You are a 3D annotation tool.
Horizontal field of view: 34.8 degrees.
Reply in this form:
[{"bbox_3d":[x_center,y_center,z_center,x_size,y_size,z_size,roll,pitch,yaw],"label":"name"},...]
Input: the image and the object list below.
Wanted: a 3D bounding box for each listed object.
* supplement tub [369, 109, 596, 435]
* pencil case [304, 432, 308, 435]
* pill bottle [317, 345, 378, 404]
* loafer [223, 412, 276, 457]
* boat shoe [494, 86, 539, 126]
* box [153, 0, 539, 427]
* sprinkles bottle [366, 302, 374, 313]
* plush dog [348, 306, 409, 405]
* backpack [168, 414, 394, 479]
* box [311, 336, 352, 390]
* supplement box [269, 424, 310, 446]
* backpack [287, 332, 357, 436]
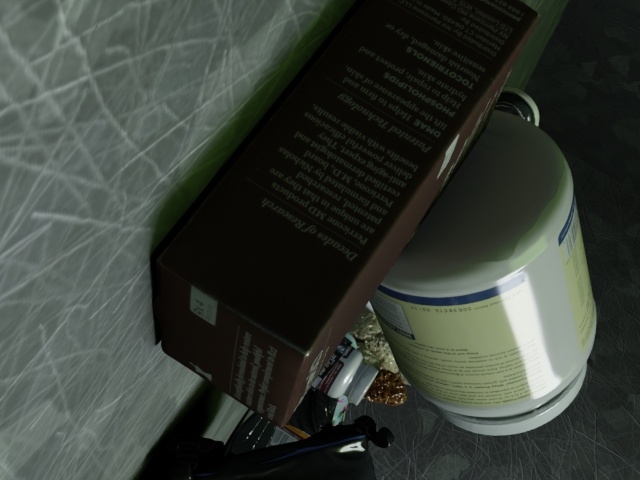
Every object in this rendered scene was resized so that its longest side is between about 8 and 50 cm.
[{"bbox_3d":[0.171,0.044,1.108,0.235,0.235,0.325,-54,142,-26],"label":"supplement tub"},{"bbox_3d":[0.014,0.299,2.154,0.273,0.113,0.124,-53,160,-36],"label":"pencil case"},{"bbox_3d":[0.009,0.189,1.587,0.086,0.152,0.086,-56,171,-13],"label":"pill bottle"},{"bbox_3d":[-0.134,0.349,1.698,0.170,0.062,0.061,-54,-167,-8],"label":"loafer"},{"bbox_3d":[0.255,-0.154,1.822,0.113,0.127,0.340,-40,-175,-33],"label":"boat shoe"},{"bbox_3d":[0.024,-0.051,0.868,0.381,0.143,0.191,-53,170,-25],"label":"box"},{"bbox_3d":[0.177,-0.040,1.639,0.355,0.121,0.121,-47,172,0],"label":"sprinkles bottle"},{"bbox_3d":[0.060,0.216,1.894,0.225,0.262,0.210,-63,145,-53],"label":"plush dog"},{"bbox_3d":[-0.067,0.337,1.257,0.263,0.276,0.213,147,-62,-66],"label":"backpack"},{"bbox_3d":[0.013,0.180,1.508,0.083,0.018,0.067,-52,175,3],"label":"box"},{"bbox_3d":[-0.086,0.394,1.936,0.081,0.104,0.188,-55,171,-19],"label":"supplement box"},{"bbox_3d":[-0.011,0.228,1.722,0.115,0.152,0.182,-54,160,-64],"label":"backpack"}]
